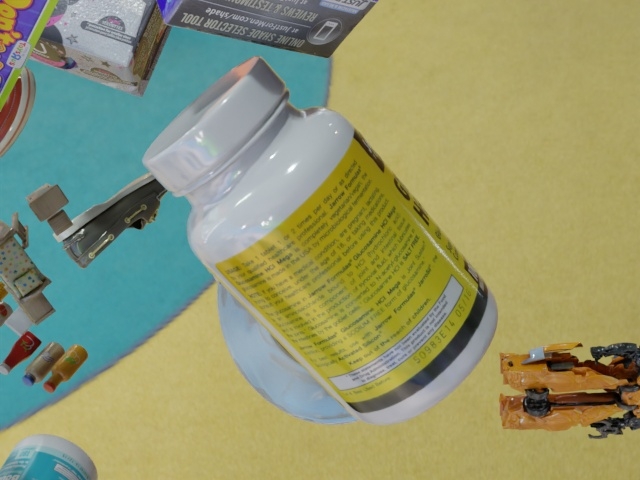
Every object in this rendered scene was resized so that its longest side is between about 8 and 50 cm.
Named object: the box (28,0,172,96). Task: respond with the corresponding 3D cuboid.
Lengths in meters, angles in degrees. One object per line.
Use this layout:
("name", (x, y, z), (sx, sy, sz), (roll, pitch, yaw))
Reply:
("box", (-0.400, -0.371, 1.520), (0.247, 0.142, 0.163), (19, 77, 4))

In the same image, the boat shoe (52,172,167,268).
("boat shoe", (-0.381, -0.056, 1.774), (0.305, 0.091, 0.109), (-39, 11, -35))

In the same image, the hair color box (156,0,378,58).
("hair color box", (-0.089, -0.338, 0.826), (0.185, 0.110, 0.339), (1, 58, -42))

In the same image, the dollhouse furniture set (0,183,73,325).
("dollhouse furniture set", (-0.437, 0.029, 1.447), (0.161, 0.182, 0.101), (-40, 32, -20))

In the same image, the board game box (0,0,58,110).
("board game box", (-0.423, -0.319, 1.031), (0.233, 0.347, 0.078), (17, 49, -29))

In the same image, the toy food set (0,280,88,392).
("toy food set", (-0.567, 0.191, 1.691), (0.232, 0.111, 0.104), (43, 43, -9))

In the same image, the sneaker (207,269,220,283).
("sneaker", (-0.166, -0.001, 1.406), (0.073, 0.162, 0.063), (34, 49, 17))

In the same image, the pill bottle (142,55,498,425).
("pill bottle", (0.000, 0.000, 0.839), (0.188, 0.334, 0.188), (-37, 20, 16))

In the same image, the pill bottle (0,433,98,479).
("pill bottle", (-0.446, 0.429, 1.340), (0.146, 0.146, 0.264), (0, 33, 13))

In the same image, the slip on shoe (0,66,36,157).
("slip on shoe", (-0.551, -0.148, 1.304), (0.331, 0.101, 0.123), (-32, 61, 10))

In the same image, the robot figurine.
("robot figurine", (0.464, 0.256, 1.583), (0.291, 0.211, 0.085), (-4, 33, 3))

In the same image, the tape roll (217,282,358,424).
("tape roll", (0.013, 0.098, 1.430), (0.392, 0.392, 0.072), (16, 11, 26))
